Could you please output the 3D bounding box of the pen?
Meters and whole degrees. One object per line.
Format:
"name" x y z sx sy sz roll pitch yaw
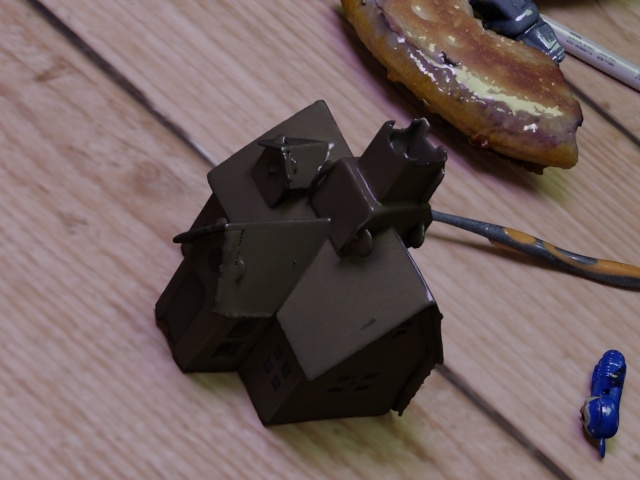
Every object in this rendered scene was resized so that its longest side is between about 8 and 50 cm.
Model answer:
"pen" 0.305 -0.208 1.911 0.218 0.026 0.026 27 41 -9

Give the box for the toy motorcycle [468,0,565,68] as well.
"toy motorcycle" 0.191 -0.246 1.803 0.061 0.124 0.193 -36 66 -5

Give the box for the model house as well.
"model house" 0.000 0.000 1.332 0.204 0.243 0.211 -5 54 -37

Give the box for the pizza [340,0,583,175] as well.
"pizza" 0.139 -0.171 1.714 0.305 0.086 0.161 39 40 14

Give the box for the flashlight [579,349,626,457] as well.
"flashlight" 0.252 0.139 1.532 0.035 0.057 0.121 -1 31 17

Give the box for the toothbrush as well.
"toothbrush" 0.191 0.005 1.622 0.321 0.031 0.023 13 46 -23
